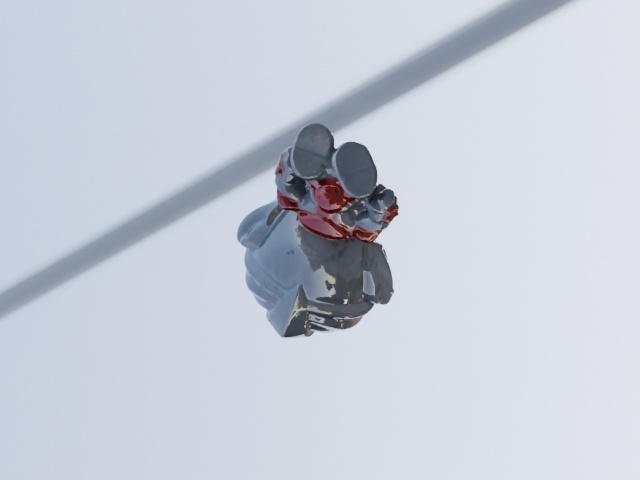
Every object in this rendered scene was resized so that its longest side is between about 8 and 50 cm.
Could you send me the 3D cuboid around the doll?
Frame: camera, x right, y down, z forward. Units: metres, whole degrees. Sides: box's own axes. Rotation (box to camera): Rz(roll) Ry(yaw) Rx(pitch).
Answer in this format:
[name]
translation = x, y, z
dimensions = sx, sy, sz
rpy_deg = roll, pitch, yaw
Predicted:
[doll]
translation = 0.000, 0.000, 1.060
dimensions = 0.094, 0.180, 0.079
rpy_deg = 22, -123, 5
